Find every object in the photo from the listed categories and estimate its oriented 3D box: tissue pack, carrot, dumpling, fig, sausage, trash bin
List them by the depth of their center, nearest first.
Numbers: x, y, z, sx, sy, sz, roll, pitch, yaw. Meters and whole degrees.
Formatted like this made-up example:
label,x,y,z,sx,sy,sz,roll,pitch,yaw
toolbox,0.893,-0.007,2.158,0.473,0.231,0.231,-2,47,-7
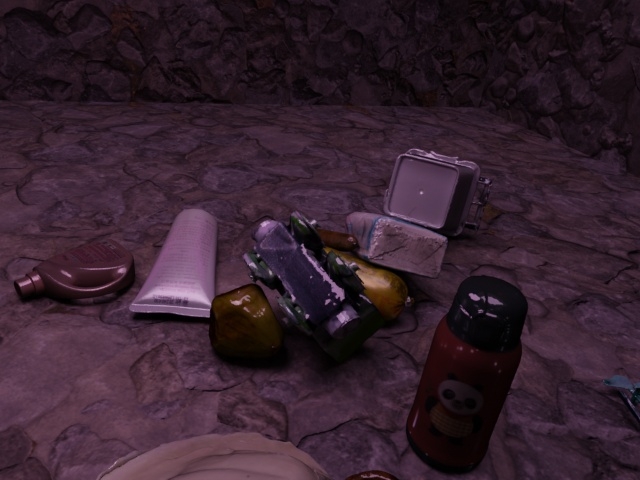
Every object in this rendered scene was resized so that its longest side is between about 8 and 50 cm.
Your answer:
label,x,y,z,sx,sy,sz,roll,pitch,yaw
dumpling,-0.132,0.344,0.611,0.316,0.233,0.395,27,24,20
fig,-0.145,0.168,1.018,0.166,0.144,0.154,29,56,12
sausage,0.058,0.096,1.212,0.347,0.123,0.123,20,31,23
tissue pack,0.181,0.006,1.290,0.201,0.124,0.271,19,1,-14
carrot,0.000,-0.001,1.338,0.070,0.070,0.342,-12,12,-31
trash bin,0.343,-0.139,1.494,0.296,0.255,0.368,19,10,16

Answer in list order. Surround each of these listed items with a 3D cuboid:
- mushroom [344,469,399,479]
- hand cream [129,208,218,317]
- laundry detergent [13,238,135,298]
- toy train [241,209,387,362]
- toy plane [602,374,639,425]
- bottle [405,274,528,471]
label,x,y,z,sx,sy,sz,roll,pitch,yaw
mushroom,0.080,0.398,0.740,0.123,0.052,0.123,-2,31,1
hand cream,-0.327,0.058,1.228,0.186,0.118,0.358,7,36,-8
laundry detergent,-0.545,0.082,1.143,0.171,0.076,0.237,27,34,31
toy train,-0.013,0.089,1.029,0.173,0.249,0.307,-42,58,-2
toy plane,0.654,0.350,0.969,0.096,0.060,0.235,-10,35,-5
bottle,0.239,0.211,0.823,0.144,0.336,0.144,5,27,-3
